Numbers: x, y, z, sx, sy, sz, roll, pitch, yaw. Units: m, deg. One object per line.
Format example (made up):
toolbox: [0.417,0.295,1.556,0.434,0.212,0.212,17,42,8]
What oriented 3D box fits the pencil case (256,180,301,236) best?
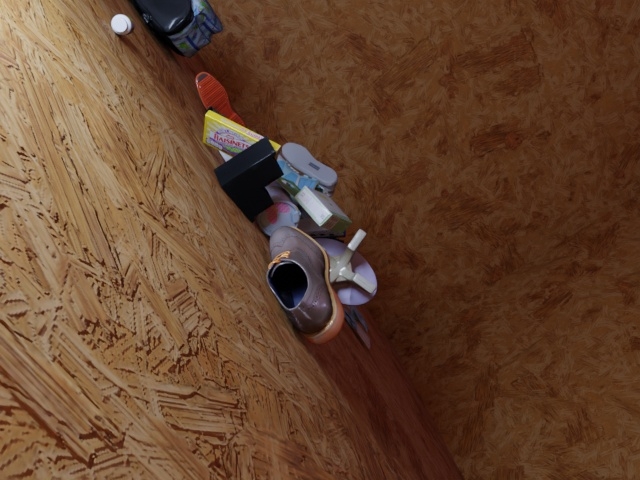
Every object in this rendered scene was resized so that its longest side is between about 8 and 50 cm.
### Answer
pencil case: [-0.132,-0.105,1.678,0.273,0.124,0.113,-112,-151,-66]

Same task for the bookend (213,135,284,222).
bookend: [-0.154,-0.150,1.454,0.156,0.157,0.072,53,6,-47]

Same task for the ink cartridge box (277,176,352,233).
ink cartridge box: [-0.027,-0.124,1.675,0.235,0.056,0.171,49,13,20]

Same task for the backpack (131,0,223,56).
backpack: [-0.485,-0.773,1.987,0.290,0.273,0.355,51,-10,9]

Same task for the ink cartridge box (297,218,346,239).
ink cartridge box: [-0.030,-0.035,1.848,0.097,0.207,0.046,47,40,-70]

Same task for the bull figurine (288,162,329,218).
bull figurine: [-0.089,-0.183,2.242,0.310,0.101,0.188,32,-21,14]

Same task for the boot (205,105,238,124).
boot: [-0.297,-0.331,1.972,0.207,0.090,0.248,37,19,-41]

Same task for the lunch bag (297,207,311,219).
lunch bag: [-0.069,-0.042,2.131,0.279,0.108,0.224,56,4,-28]

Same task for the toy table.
toy table: [0.051,0.086,1.775,0.274,0.252,0.161,24,-12,6]

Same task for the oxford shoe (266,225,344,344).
oxford shoe: [-0.055,0.059,1.271,0.133,0.130,0.364,45,9,-37]

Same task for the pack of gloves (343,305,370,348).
pack of gloves: [0.117,0.310,2.332,0.232,0.046,0.195,54,15,-14]

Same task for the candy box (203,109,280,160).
candy box: [-0.205,-0.248,1.496,0.206,0.027,0.105,27,-39,4]

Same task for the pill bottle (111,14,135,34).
pill bottle: [-0.442,-0.482,1.303,0.043,0.043,0.083,56,3,-21]

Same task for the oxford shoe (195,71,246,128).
oxford shoe: [-0.376,-0.483,2.102,0.098,0.097,0.271,29,-26,53]

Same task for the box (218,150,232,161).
box: [-0.233,-0.249,1.794,0.130,0.091,0.170,57,3,-6]

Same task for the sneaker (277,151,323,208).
sneaker: [-0.101,-0.211,2.026,0.319,0.208,0.127,-98,-161,-46]

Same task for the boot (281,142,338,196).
boot: [-0.047,-0.263,2.243,0.258,0.095,0.123,39,-26,17]

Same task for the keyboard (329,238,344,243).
keyboard: [0.000,0.000,2.395,0.100,0.192,0.038,138,-38,-62]
